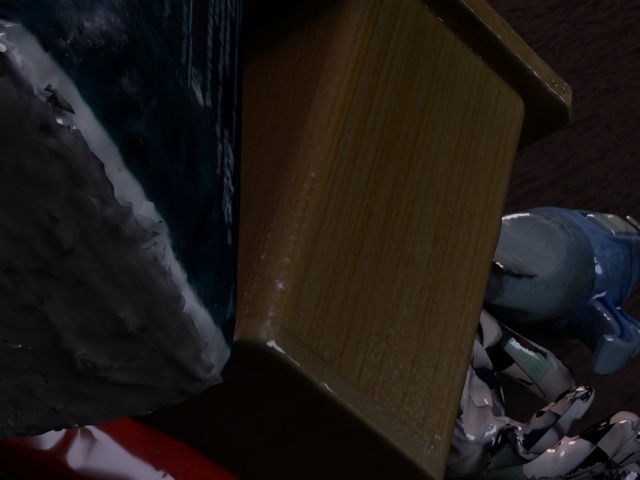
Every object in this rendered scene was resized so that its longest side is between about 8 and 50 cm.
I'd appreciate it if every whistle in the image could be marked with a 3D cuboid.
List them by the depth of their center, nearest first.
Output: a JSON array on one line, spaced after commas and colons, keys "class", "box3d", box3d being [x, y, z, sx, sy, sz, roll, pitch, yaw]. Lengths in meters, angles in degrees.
[{"class": "whistle", "box3d": [0.157, 0.023, 1.360, 0.180, 0.093, 0.269, 40, 19, 24]}]

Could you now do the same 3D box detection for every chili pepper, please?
[{"class": "chili pepper", "box3d": [-0.050, 0.207, 1.001, 0.137, 0.092, 0.368, -38, 92, -37]}]

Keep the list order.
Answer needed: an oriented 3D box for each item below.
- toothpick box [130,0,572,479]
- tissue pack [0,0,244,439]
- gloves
[{"class": "toothpick box", "box3d": [0.000, 0.000, 1.108, 0.190, 0.187, 0.308, 42, 43, -25]}, {"class": "tissue pack", "box3d": [-0.174, -0.150, 0.873, 0.264, 0.253, 0.416, 60, 25, -52]}, {"class": "gloves", "box3d": [0.115, 0.109, 1.252, 0.212, 0.111, 0.127, 41, -2, -17]}]
